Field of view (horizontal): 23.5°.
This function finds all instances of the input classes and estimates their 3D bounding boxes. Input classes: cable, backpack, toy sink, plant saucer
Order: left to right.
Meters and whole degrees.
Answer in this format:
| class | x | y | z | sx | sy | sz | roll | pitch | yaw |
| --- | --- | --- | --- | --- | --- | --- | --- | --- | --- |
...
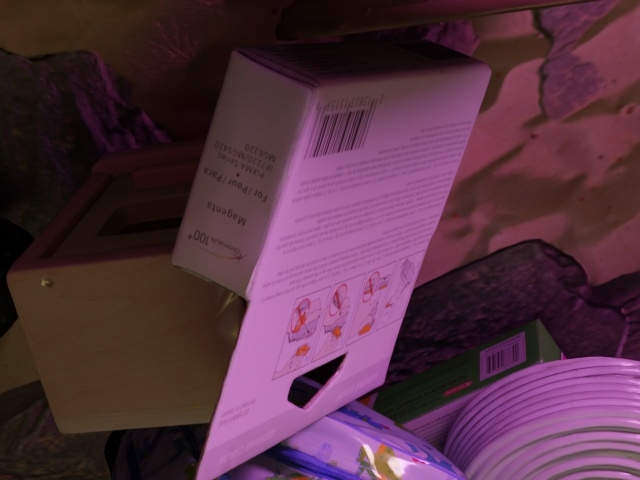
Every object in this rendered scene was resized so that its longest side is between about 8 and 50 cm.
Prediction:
| class | x | y | z | sx | sy | sz | roll | pitch | yaw |
| --- | --- | --- | --- | --- | --- | --- | --- | --- | --- |
| toy sink | -0.085 | 0.010 | 1.038 | 0.152 | 0.234 | 0.131 | -6 | 114 | 19 |
| backpack | -0.019 | 0.215 | 1.144 | 0.290 | 0.355 | 0.273 | 32 | 104 | -6 |
| plant saucer | 0.110 | -0.149 | 0.856 | 0.277 | 0.278 | 0.041 | -8 | 100 | -1 |
| cable | 0.226 | 0.216 | 1.264 | 0.257 | 0.089 | 0.257 | 1 | 123 | 6 |

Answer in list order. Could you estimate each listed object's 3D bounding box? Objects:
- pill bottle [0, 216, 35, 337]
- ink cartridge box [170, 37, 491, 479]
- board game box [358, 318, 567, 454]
| class | x | y | z | sx | sy | sz | roll | pitch | yaw |
| --- | --- | --- | --- | --- | --- | --- | --- | --- | --- |
| pill bottle | -0.300 | -0.009 | 1.016 | 0.123 | 0.123 | 0.219 | -34 | 135 | 28 |
| ink cartridge box | 0.000 | 0.000 | 0.938 | 0.275 | 0.060 | 0.239 | -17 | 129 | -63 |
| board game box | 0.170 | 0.246 | 1.383 | 0.242 | 0.064 | 0.316 | -26 | 116 | 21 |
